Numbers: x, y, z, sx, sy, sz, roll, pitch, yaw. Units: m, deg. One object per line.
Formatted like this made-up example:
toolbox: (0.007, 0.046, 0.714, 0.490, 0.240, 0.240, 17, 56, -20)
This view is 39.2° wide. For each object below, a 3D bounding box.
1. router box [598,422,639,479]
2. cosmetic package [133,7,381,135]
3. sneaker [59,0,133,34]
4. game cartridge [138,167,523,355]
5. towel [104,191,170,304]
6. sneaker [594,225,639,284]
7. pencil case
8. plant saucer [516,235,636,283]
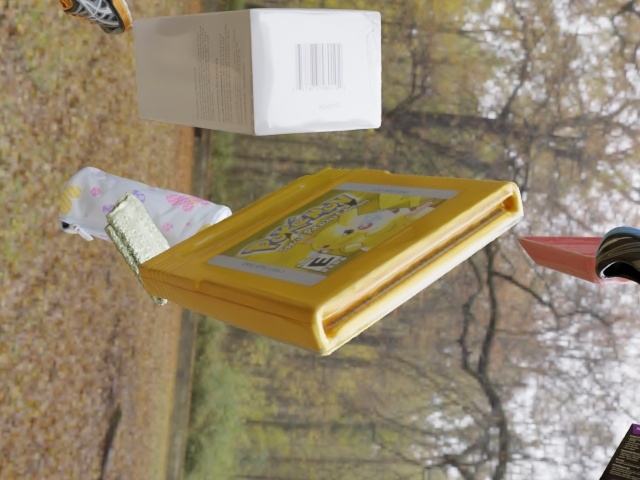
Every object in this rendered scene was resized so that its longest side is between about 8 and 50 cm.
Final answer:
router box: (0.293, 0.279, 0.828, 0.133, 0.046, 0.179, -44, 126, -34)
cosmetic package: (-0.098, -0.234, 1.226, 0.365, 0.197, 0.155, 16, -69, 57)
sneaker: (-0.306, -0.325, 1.178, 0.084, 0.083, 0.215, 60, -6, 10)
game cartridge: (0.000, 0.000, 0.951, 0.324, 0.285, 0.052, 12, -54, 50)
towel: (-0.242, 0.009, 1.239, 0.148, 0.027, 0.110, 61, 16, -20)
sneaker: (0.390, 0.042, 0.984, 0.078, 0.188, 0.067, -55, 140, -21)
pencil case: (-0.277, -0.032, 1.434, 0.124, 0.273, 0.113, -56, 159, -60)
plant saucer: (0.468, 0.030, 1.379, 0.258, 0.259, 0.047, -150, -119, -78)
